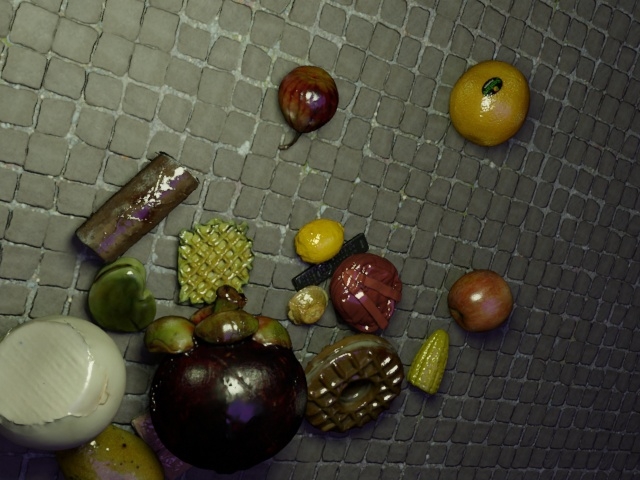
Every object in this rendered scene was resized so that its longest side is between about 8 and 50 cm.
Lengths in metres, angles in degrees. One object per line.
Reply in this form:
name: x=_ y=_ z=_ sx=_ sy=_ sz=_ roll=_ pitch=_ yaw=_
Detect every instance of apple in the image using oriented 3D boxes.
apple: x=0.481 y=0.185 z=2.199 sx=0.174 sy=0.188 sz=0.188 roll=-30 pitch=117 yaw=-14

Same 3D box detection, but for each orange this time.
orange: x=0.465 y=-0.376 z=2.005 sx=0.236 sy=0.236 sz=0.236 roll=-9 pitch=109 yaw=-28

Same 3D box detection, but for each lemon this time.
lemon: x=0.000 y=0.000 z=1.910 sx=0.155 sy=0.114 sz=0.114 roll=-26 pitch=116 yaw=-29

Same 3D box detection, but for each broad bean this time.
broad bean: x=-0.459 y=0.139 z=1.689 sx=0.153 sy=0.072 sz=0.206 roll=1 pitch=120 yaw=-13

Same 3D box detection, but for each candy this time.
candy: x=0.339 y=0.365 z=2.229 sx=0.106 sy=0.094 sz=0.199 roll=26 pitch=84 yaw=-32

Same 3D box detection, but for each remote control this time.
remote control: x=0.030 y=0.063 z=1.997 sx=0.245 sy=0.025 sz=0.063 roll=-33 pitch=119 yaw=-18

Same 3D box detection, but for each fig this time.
fig: x=-0.028 y=-0.325 z=1.771 sx=0.148 sy=0.149 sz=0.202 roll=-5 pitch=99 yaw=-10

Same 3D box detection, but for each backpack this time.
backpack: x=0.120 y=0.136 z=2.001 sx=0.229 sy=0.139 sz=0.229 roll=-13 pitch=116 yaw=-29

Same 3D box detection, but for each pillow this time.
pillow: x=-0.389 y=0.515 z=1.882 sx=0.126 sy=0.043 sz=0.232 roll=-30 pitch=120 yaw=-14

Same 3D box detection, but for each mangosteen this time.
mangosteen: x=-0.229 y=0.345 z=1.727 sx=0.381 sy=0.381 sz=0.421 roll=-26 pitch=116 yaw=-21

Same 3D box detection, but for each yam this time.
yam: x=-0.412 y=-0.075 z=1.643 sx=0.280 sy=0.131 sz=0.131 roll=-44 pitch=121 yaw=-9

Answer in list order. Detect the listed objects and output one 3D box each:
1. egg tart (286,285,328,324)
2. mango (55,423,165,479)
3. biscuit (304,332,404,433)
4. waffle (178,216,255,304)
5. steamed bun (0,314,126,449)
egg tart: x=-0.030 y=0.182 z=1.969 sx=0.129 sy=0.049 sz=0.129 roll=-16 pitch=126 yaw=-23
mango: x=-0.509 y=0.547 z=1.753 sx=0.329 sy=0.175 sz=0.176 roll=48 pitch=34 yaw=-31
biscuit: x=0.086 y=0.404 z=2.046 sx=0.332 sy=0.103 sz=0.332 roll=-14 pitch=129 yaw=-18
waffle: x=-0.259 y=0.049 z=1.809 sx=0.204 sy=0.054 sz=0.223 roll=-5 pitch=109 yaw=-29
steamed bun: x=-0.568 y=0.320 z=1.599 sx=0.309 sy=0.309 sz=0.309 roll=-9 pitch=109 yaw=-28
